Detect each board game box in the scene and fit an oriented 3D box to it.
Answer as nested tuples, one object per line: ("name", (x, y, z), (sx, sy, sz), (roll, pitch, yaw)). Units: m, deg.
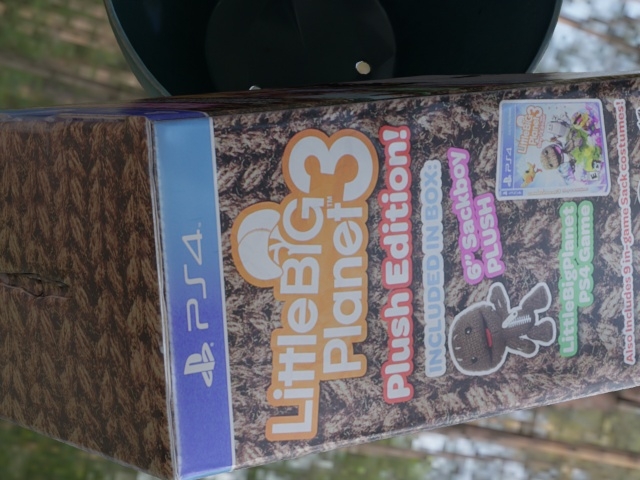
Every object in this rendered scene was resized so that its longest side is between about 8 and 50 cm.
("board game box", (0.000, 0.000, 0.831), (0.232, 0.291, 0.141), (7, -78, 58))

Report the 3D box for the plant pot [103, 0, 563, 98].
("plant pot", (-0.002, -0.157, 1.179), (0.195, 0.290, 0.290), (114, -19, -73))
